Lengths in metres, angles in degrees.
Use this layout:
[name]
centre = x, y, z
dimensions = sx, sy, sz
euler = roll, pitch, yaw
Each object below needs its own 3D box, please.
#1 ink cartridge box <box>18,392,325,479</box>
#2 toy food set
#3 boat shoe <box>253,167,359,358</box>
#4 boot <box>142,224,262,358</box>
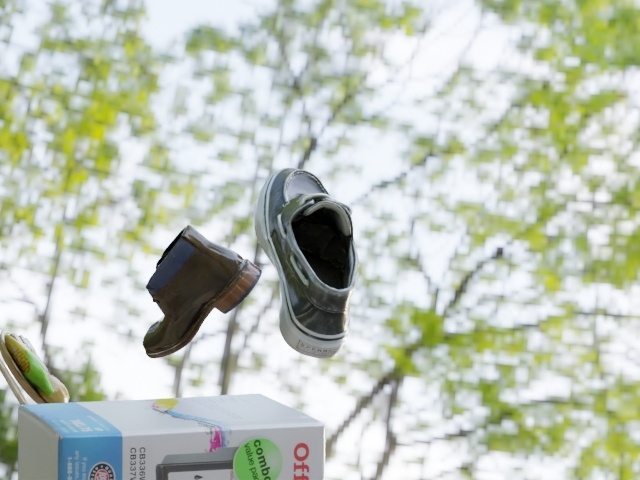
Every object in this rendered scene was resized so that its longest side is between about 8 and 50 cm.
[ink cartridge box]
centre = -0.153, 0.269, 1.728
dimensions = 0.270, 0.198, 0.197
euler = -1, 4, -22
[toy food set]
centre = -0.356, 0.162, 2.159
dimensions = 0.038, 0.132, 0.192
euler = -35, -15, 2
[boat shoe]
centre = 0.000, 0.000, 2.121
dimensions = 0.121, 0.335, 0.119
euler = 12, -55, -21
[boot]
centre = -0.173, 0.059, 2.058
dimensions = 0.106, 0.082, 0.219
euler = 40, -50, -15
